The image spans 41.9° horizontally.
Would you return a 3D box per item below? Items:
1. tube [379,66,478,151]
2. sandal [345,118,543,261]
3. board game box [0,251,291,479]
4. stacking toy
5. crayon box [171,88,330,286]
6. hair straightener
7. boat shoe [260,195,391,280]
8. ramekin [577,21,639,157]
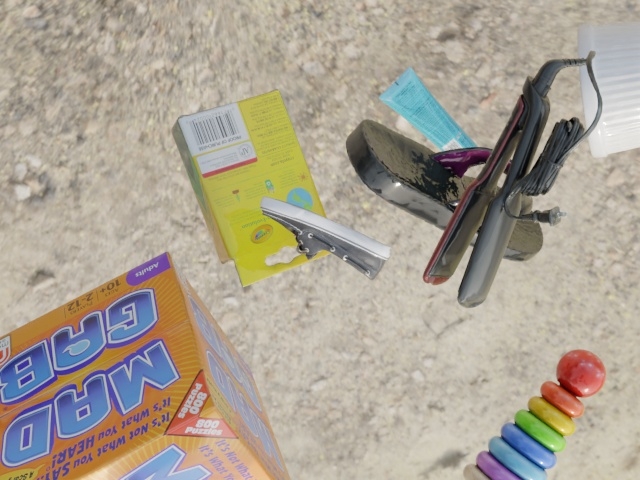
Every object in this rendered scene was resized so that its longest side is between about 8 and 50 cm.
[{"bbox_3d":[0.209,-0.226,1.571,0.207,0.052,0.080,42,95,-17],"label":"tube"},{"bbox_3d":[0.227,-0.077,1.243,0.446,0.167,0.107,17,130,-44],"label":"sandal"},{"bbox_3d":[-0.294,0.315,1.364,0.356,0.356,0.356,-27,132,0],"label":"board game box"},{"bbox_3d":[0.410,0.344,1.549,0.141,0.141,0.330,35,90,-20],"label":"stacking toy"},{"bbox_3d":[-0.120,-0.092,1.518,0.202,0.081,0.318,-19,89,-22],"label":"crayon box"},{"bbox_3d":[0.169,-0.044,0.674,0.047,0.089,0.230,12,110,-50],"label":"hair straightener"},{"bbox_3d":[0.000,0.000,1.366,0.228,0.080,0.076,23,91,-6],"label":"boat shoe"},{"bbox_3d":[0.462,-0.235,1.280,0.109,0.207,0.207,-6,116,23],"label":"ramekin"}]
